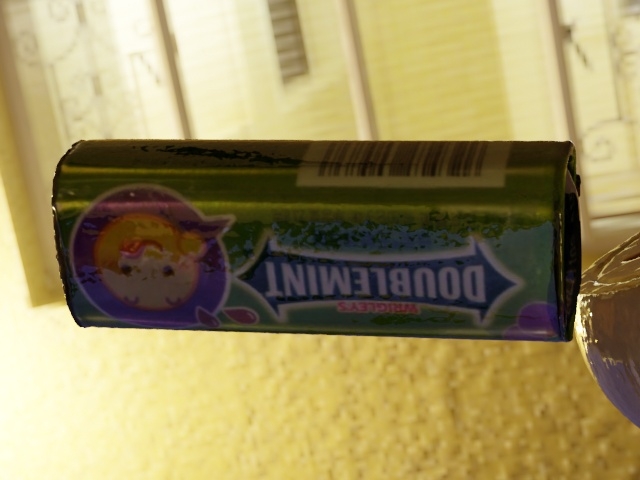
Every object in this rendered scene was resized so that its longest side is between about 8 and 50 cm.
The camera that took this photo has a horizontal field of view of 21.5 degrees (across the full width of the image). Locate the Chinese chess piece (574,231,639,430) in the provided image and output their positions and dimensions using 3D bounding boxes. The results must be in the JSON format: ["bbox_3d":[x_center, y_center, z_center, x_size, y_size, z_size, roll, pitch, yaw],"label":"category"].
[{"bbox_3d":[0.362,0.031,1.311,0.338,0.140,0.338,-26,-178,1],"label":"Chinese chess piece"}]

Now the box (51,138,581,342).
[{"bbox_3d":[0.000,0.000,1.127,0.345,0.134,0.097,2,-154,13],"label":"box"}]
